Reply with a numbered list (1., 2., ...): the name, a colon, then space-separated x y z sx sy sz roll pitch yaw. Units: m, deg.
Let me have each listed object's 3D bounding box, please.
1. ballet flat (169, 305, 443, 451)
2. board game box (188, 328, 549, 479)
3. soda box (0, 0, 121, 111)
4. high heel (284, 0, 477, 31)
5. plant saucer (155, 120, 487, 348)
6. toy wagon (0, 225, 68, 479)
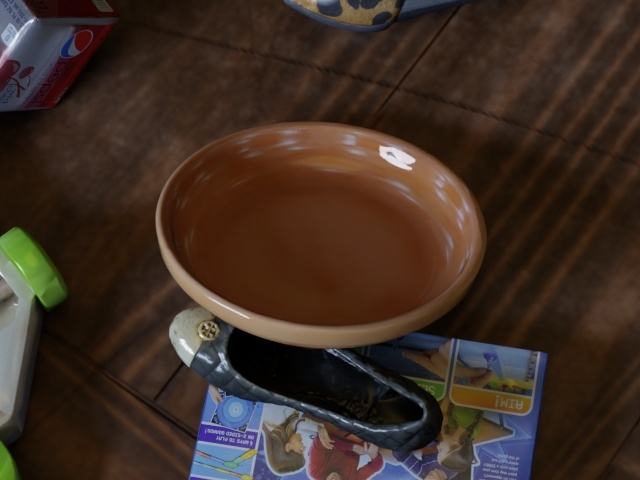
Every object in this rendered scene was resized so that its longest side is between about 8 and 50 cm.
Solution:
1. ballet flat: -0.008 0.074 1.146 0.173 0.049 0.057 20 69 10
2. board game box: 0.028 0.119 1.174 0.201 0.035 0.136 9 68 6
3. soda box: -0.248 -0.206 1.269 0.092 0.083 0.263 -48 68 30
4. high heel: 0.041 -0.269 1.295 0.186 0.093 0.261 -13 77 -10
5. plant saucer: 0.000 0.000 1.185 0.200 0.037 0.200 3 40 -3
6. toy wagon: -0.284 0.077 1.184 0.267 0.068 0.344 -36 72 -12
